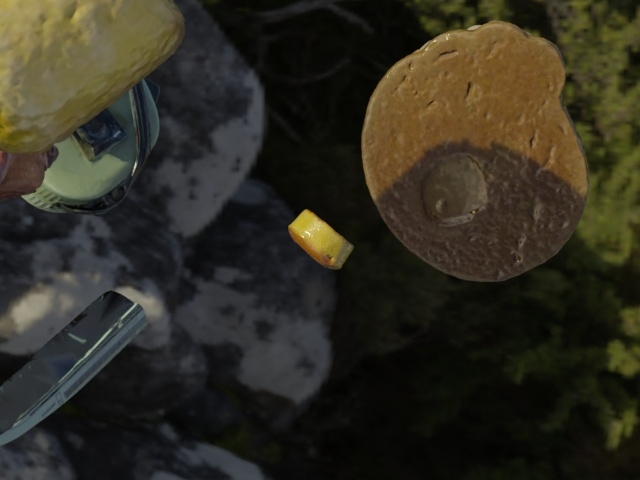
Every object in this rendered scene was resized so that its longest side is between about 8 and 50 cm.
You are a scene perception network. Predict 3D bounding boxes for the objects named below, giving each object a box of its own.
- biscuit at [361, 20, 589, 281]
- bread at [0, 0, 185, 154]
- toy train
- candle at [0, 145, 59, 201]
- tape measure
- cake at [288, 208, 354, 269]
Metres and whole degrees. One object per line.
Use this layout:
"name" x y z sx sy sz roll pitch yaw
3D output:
"biscuit" 0.126 -0.070 1.272 0.181 0.049 0.208 -17 104 11
"bread" -0.184 -0.146 0.892 0.170 0.197 0.197 -34 114 -8
"toy train" -0.290 0.152 1.684 0.252 0.055 0.048 -44 147 -31
"candle" -0.348 -0.131 1.250 0.287 0.131 0.317 44 101 11
"tape measure" -0.272 -0.152 1.822 0.207 0.115 0.235 47 62 -10
"cake" 0.000 0.000 1.914 0.084 0.084 0.044 40 92 -30
